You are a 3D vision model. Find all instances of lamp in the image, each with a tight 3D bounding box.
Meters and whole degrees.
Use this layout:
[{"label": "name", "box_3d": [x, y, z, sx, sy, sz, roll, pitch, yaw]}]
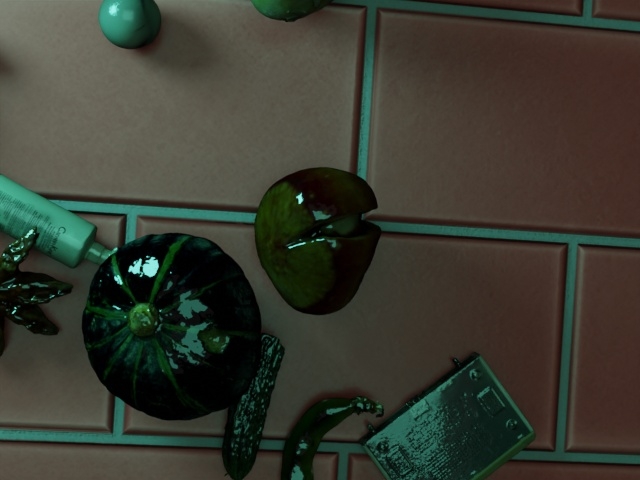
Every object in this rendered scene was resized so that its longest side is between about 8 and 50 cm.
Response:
[{"label": "lamp", "box_3d": [-0.322, -0.375, 1.706, 0.105, 0.105, 0.105, 0, 90, -7]}]

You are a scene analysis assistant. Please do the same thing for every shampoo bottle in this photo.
[{"label": "shampoo bottle", "box_3d": [-0.466, -0.025, 1.699, 0.262, 0.085, 0.085, 29, 87, -7]}]

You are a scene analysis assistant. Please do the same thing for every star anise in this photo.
[{"label": "star anise", "box_3d": [-0.554, 0.073, 1.667, 0.288, 0.088, 0.288, 0, 111, 0]}]

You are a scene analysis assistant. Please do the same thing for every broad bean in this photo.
[{"label": "broad bean", "box_3d": [0.000, 0.394, 1.764, 0.144, 0.049, 0.292, 21, 95, 8]}]

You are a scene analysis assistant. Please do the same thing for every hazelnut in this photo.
[{"label": "hazelnut", "box_3d": [0.000, 0.000, 1.708, 0.217, 0.217, 0.251, -3, 100, -7]}]

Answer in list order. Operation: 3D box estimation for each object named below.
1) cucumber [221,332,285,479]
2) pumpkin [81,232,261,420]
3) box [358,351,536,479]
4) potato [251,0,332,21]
[{"label": "cucumber", "box_3d": [-0.123, 0.289, 1.745, 0.077, 0.077, 0.265, 15, 87, -7]}, {"label": "pumpkin", "box_3d": [-0.243, 0.138, 1.639, 0.315, 0.238, 0.315, 0, 89, 15]}, {"label": "box", "box_3d": [0.226, 0.349, 1.802, 0.270, 0.045, 0.211, -35, 95, -5]}, {"label": "potato", "box_3d": [-0.078, -0.528, 1.676, 0.243, 0.221, 0.326, -43, 85, -15]}]
